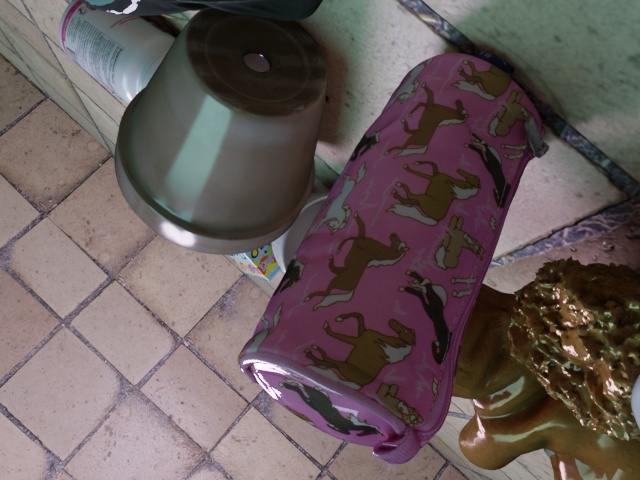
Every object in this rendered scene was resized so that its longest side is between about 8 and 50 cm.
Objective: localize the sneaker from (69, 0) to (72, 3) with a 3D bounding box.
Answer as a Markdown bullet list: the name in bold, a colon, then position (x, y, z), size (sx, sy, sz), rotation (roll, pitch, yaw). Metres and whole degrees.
- **sneaker**: position (-0.498, -0.554, 1.027), size (0.118, 0.083, 0.222), rotation (63, 169, -3)

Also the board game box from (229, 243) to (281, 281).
- **board game box**: position (-0.172, -0.065, 1.083), size (0.275, 0.144, 0.142), rotation (52, 159, -24)

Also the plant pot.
- **plant pot**: position (-0.129, -0.178, 0.757), size (0.323, 0.323, 0.280), rotation (42, 148, 1)

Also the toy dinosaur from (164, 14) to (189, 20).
- **toy dinosaur**: position (-0.337, -0.455, 0.890), size (0.112, 0.064, 0.211), rotation (20, 153, 50)

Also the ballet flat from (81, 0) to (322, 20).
- **ballet flat**: position (-0.127, -0.293, 0.537), size (0.096, 0.280, 0.095), rotation (175, 92, -78)

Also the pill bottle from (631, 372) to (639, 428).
- **pill bottle**: position (0.287, 0.013, 0.242), size (0.152, 0.272, 0.152), rotation (38, 164, 13)

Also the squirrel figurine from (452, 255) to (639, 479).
- **squirrel figurine**: position (0.253, 0.118, 0.562), size (0.370, 0.281, 0.397), rotation (31, 146, -1)

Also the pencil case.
- **pencil case**: position (0.081, -0.003, 0.473), size (0.160, 0.386, 0.167), rotation (40, 151, -16)

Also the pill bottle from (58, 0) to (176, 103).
- **pill bottle**: position (-0.368, -0.362, 1.024), size (0.283, 0.160, 0.160), rotation (37, 163, 18)

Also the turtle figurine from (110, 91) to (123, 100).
- **turtle figurine**: position (-0.424, -0.330, 1.319), size (0.175, 0.118, 0.234), rotation (55, -179, 9)

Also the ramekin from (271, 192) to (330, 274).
- **ramekin**: position (0.000, 0.000, 1.025), size (0.207, 0.207, 0.109), rotation (51, 171, -28)
